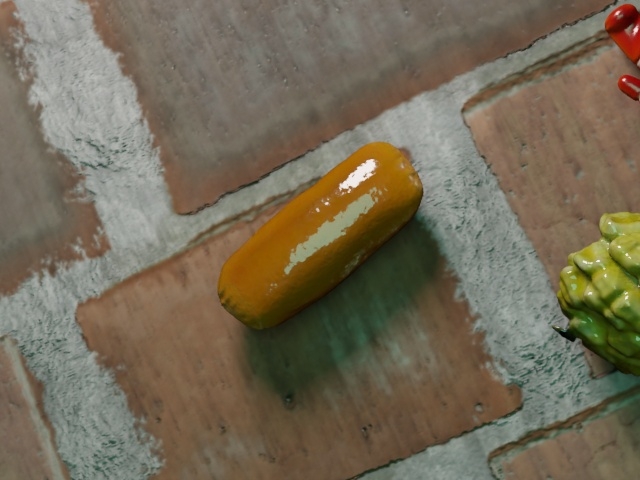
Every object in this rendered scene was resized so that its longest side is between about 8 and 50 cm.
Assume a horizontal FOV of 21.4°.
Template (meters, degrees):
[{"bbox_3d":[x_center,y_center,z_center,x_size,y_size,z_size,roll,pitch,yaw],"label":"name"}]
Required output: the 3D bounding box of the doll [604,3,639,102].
[{"bbox_3d":[0.385,-0.148,1.663,0.142,0.076,0.245,-36,75,5],"label":"doll"}]

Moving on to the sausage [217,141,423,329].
[{"bbox_3d":[0.000,0.000,1.706,0.238,0.098,0.098,-40,79,2],"label":"sausage"}]

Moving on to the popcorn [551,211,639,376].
[{"bbox_3d":[0.302,0.053,1.617,0.173,0.173,0.142,18,79,12],"label":"popcorn"}]
